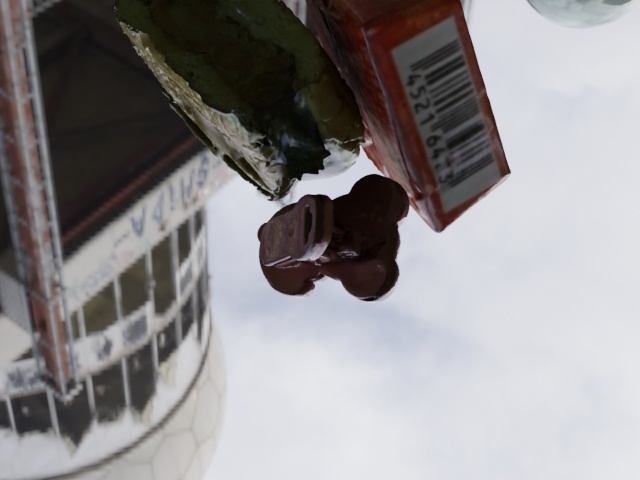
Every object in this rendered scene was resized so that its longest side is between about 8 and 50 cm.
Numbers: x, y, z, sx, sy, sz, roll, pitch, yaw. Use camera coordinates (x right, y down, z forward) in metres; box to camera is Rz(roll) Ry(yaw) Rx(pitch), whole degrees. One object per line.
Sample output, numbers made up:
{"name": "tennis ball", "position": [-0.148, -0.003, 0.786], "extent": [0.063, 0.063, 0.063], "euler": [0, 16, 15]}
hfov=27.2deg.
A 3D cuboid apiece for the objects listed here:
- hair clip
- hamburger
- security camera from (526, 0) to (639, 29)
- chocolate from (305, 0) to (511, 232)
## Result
{"name": "hair clip", "position": [0.010, 0.003, 1.264], "extent": [0.102, 0.138, 0.123], "euler": [13, -111, -25]}
{"name": "hamburger", "position": [-0.066, -0.146, 1.316], "extent": [0.132, 0.211, 0.309], "euler": [-43, -128, -8]}
{"name": "security camera", "position": [0.367, -0.376, 1.719], "extent": [0.194, 0.236, 0.194], "euler": [29, -139, -29]}
{"name": "chocolate", "position": [0.079, -0.164, 1.304], "extent": [0.108, 0.237, 0.235], "euler": [-27, -150, -5]}
